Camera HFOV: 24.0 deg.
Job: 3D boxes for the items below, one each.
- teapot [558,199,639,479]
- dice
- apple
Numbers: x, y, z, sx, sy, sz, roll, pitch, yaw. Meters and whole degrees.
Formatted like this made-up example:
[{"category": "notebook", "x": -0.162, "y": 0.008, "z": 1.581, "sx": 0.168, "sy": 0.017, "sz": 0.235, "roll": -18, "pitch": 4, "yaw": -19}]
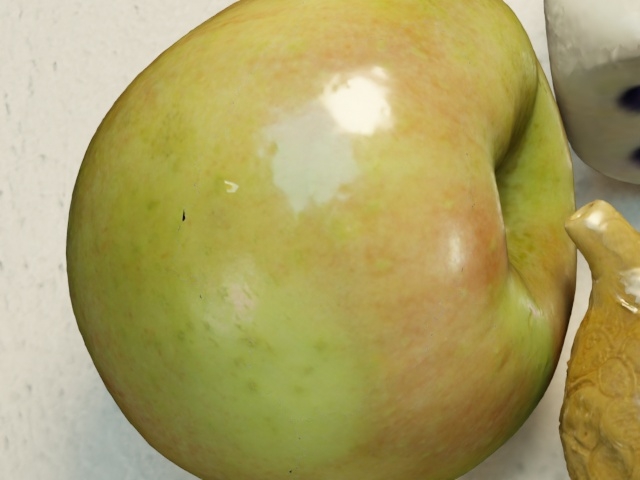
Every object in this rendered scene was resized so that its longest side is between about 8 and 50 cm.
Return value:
[{"category": "teapot", "x": 0.245, "y": 0.099, "z": 0.822, "sx": 0.203, "sy": 0.167, "sz": 0.311, "roll": -40, "pitch": 75, "yaw": -11}, {"category": "dice", "x": 0.246, "y": -0.153, "z": 0.956, "sx": 0.191, "sy": 0.194, "sz": 0.193, "roll": -3, "pitch": 65, "yaw": 20}, {"category": "apple", "x": 0.000, "y": 0.000, "z": 0.899, "sx": 0.277, "sy": 0.319, "sz": 0.319, "roll": -4, "pitch": 62, "yaw": 27}]
